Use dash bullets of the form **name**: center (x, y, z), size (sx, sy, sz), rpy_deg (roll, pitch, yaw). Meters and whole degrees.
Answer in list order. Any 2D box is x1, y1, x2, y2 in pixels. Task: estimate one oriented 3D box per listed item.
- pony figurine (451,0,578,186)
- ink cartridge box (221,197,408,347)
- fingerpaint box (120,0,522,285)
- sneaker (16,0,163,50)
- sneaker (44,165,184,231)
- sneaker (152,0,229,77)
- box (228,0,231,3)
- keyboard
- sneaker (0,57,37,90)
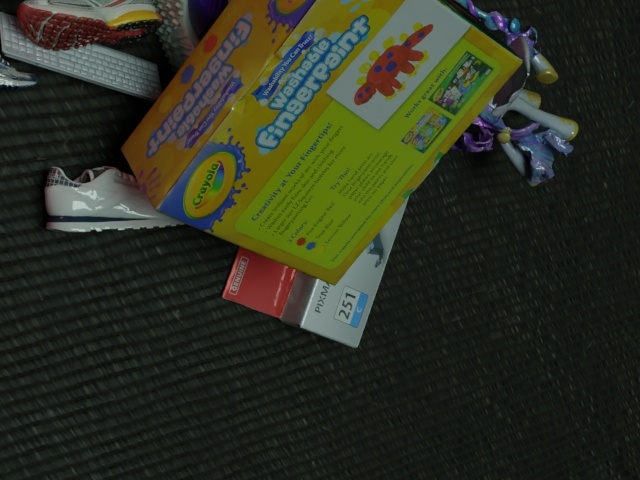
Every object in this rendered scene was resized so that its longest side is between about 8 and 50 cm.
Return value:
- **pony figurine**: center (0.285, -0.251, 2.115), size (0.363, 0.302, 0.351), rpy_deg (35, 43, -33)
- **ink cartridge box**: center (0.000, 0.000, 2.027), size (0.261, 0.066, 0.296), rpy_deg (24, 82, -39)
- **fingerpaint box**: center (0.002, -0.194, 1.754), size (0.371, 0.163, 0.445), rpy_deg (23, 113, -42)
- **sneaker**: center (-0.326, -0.321, 1.710), size (0.225, 0.088, 0.093), rpy_deg (-14, 77, -50)
- **sneaker**: center (-0.285, -0.061, 1.787), size (0.235, 0.090, 0.095), rpy_deg (-3, 89, -39)
- **sneaker**: center (-0.170, -0.342, 1.830), size (0.146, 0.102, 0.293), rpy_deg (-38, 122, -35)
- **box**: center (-0.088, -0.454, 1.825), size (0.232, 0.058, 0.322), rpy_deg (-48, 131, -61)
- **keyboard**: center (-0.333, -0.256, 1.738), size (0.256, 0.014, 0.072), rpy_deg (14, 55, -39)
- **sneaker**: center (-0.441, -0.235, 1.656), size (0.135, 0.052, 0.058), rpy_deg (5, 89, -39)
